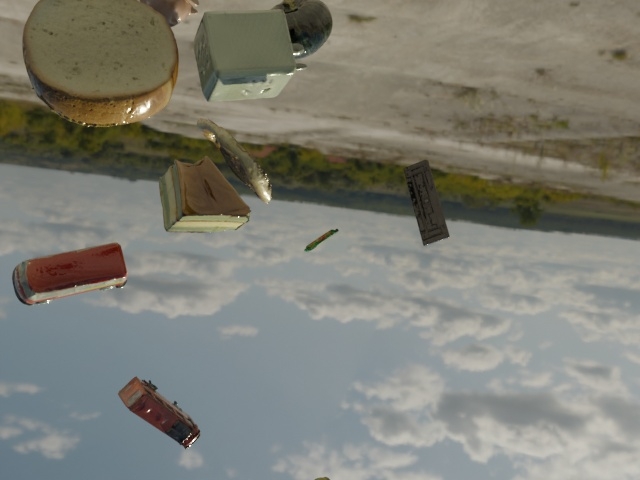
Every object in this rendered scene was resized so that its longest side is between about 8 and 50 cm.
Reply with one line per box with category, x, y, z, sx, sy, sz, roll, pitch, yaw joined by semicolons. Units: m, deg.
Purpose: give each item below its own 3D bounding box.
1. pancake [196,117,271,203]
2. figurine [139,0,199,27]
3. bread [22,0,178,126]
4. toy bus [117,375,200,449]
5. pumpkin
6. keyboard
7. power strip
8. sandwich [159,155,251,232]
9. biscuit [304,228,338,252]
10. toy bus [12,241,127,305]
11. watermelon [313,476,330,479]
pancake;-0.204;-0.199;1.723;0.282;0.049;0.282;49;175;6
figurine;-0.348;-0.543;1.571;0.138;0.125;0.125;-23;167;31
bread;-0.332;-0.278;1.061;0.236;0.236;0.070;6;153;-10
toy bus;-0.373;0.405;1.632;0.096;0.073;0.235;38;169;50
pumpkin;-0.057;-0.481;1.574;0.167;0.167;0.125;9;159;38
keyboard;0.234;-0.086;1.553;0.061;0.204;0.013;-20;151;18
power strip;-0.126;-0.371;1.401;0.225;0.139;0.140;-9;171;-21
sandwich;-0.346;-0.138;2.086;0.228;0.198;0.155;1;160;-37
biscuit;0.000;0.000;1.558;0.089;0.016;0.046;-35;179;-5
toy bus;-0.608;0.078;1.708;0.265;0.121;0.120;-12;174;-27
watermelon;0.011;0.801;2.198;0.092;0.075;0.181;2;-160;7
